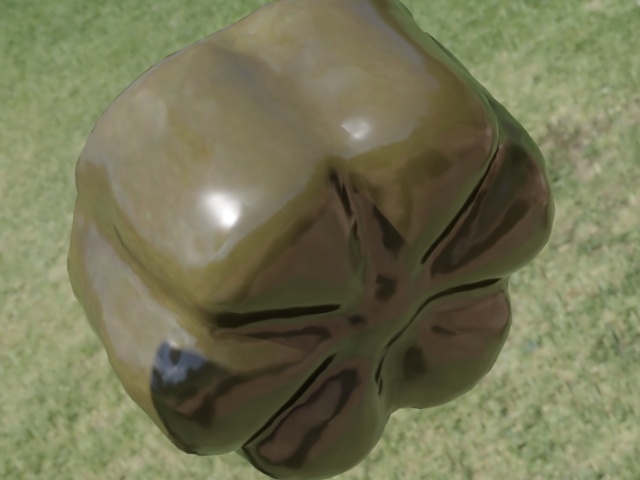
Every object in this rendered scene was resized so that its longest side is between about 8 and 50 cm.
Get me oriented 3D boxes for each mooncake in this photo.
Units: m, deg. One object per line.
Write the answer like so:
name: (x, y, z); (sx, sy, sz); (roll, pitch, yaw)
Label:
mooncake: (0.000, 0.000, 1.329); (0.467, 0.467, 0.262); (-35, 51, -8)
